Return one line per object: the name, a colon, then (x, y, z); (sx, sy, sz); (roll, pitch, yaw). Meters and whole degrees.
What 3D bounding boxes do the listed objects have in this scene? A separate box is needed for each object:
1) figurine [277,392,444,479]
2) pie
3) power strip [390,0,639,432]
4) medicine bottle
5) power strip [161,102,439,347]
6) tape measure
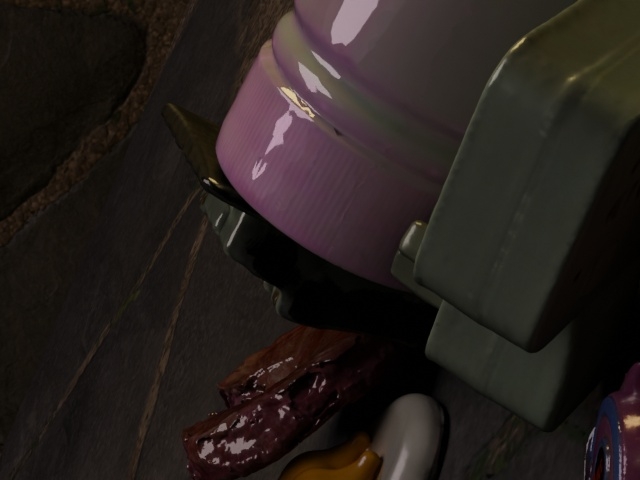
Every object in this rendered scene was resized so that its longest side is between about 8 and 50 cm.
figurine: (-0.029, 0.198, 1.406); (0.250, 0.141, 0.166); (-63, 14, 9)
pie: (-0.015, 0.108, 1.490); (0.204, 0.054, 0.219); (-33, 6, 12)
power strip: (0.129, -0.032, 1.096); (0.229, 0.141, 0.261); (-36, -28, -47)
medicine bottle: (0.089, -0.145, 1.225); (0.316, 0.202, 0.202); (-59, 17, 22)
power strip: (0.001, 0.002, 1.393); (0.257, 0.251, 0.092); (-126, 58, -72)
tape measure: (0.170, 0.123, 0.956); (0.118, 0.074, 0.125); (93, 179, -45)
